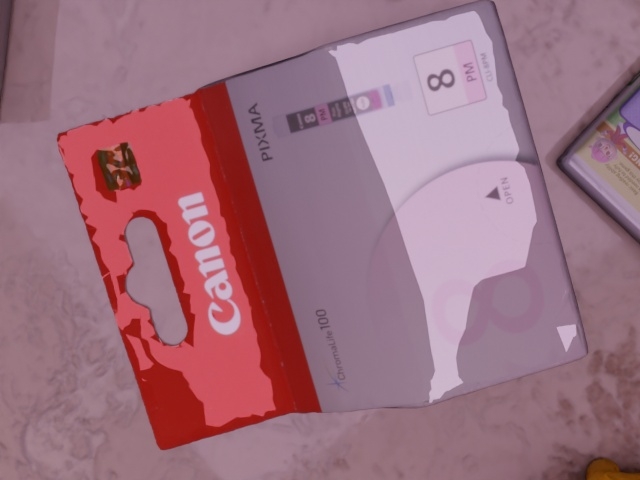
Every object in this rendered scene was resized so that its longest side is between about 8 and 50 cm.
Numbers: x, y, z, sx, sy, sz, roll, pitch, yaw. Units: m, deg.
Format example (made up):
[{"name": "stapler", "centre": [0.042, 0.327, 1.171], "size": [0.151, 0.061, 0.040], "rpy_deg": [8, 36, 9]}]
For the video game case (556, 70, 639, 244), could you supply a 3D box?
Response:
[{"name": "video game case", "centre": [0.266, -0.039, 0.566], "size": [0.212, 0.023, 0.193], "rpy_deg": [43, 94, 0]}]

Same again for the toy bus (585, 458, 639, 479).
[{"name": "toy bus", "centre": [0.169, 0.225, 0.554], "size": [0.211, 0.149, 0.220], "rpy_deg": [5, 99, 10]}]

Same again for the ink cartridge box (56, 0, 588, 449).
[{"name": "ink cartridge box", "centre": [0.000, 0.000, 0.557], "size": [0.232, 0.066, 0.189], "rpy_deg": [-17, 97, -4]}]

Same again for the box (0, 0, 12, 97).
[{"name": "box", "centre": [-0.241, -0.152, 0.497], "size": [0.182, 0.119, 0.181], "rpy_deg": [7, 96, -4]}]
